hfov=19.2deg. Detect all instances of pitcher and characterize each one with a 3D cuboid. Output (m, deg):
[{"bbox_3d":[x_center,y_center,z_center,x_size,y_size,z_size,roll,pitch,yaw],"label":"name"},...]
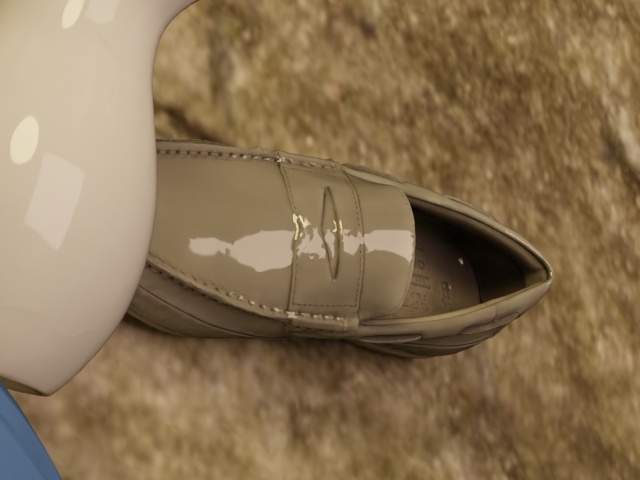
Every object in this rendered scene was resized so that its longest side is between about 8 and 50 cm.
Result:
[{"bbox_3d":[-0.152,-0.046,0.851,0.125,0.177,0.207,42,62,-67],"label":"pitcher"}]

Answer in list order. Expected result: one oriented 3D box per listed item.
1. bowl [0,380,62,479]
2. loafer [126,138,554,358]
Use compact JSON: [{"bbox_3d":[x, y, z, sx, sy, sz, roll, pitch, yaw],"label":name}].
[{"bbox_3d":[-0.241,0.161,0.493,0.391,0.391,0.077,41,8,-32],"label":"bowl"},{"bbox_3d":[0.000,0.000,1.008,0.319,0.111,0.112,10,69,-47],"label":"loafer"}]
